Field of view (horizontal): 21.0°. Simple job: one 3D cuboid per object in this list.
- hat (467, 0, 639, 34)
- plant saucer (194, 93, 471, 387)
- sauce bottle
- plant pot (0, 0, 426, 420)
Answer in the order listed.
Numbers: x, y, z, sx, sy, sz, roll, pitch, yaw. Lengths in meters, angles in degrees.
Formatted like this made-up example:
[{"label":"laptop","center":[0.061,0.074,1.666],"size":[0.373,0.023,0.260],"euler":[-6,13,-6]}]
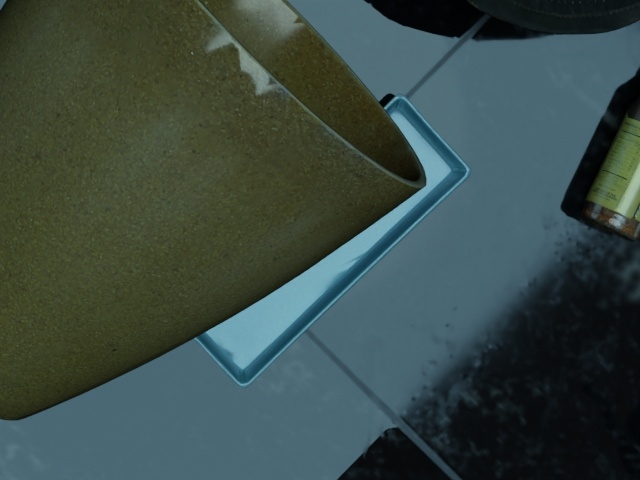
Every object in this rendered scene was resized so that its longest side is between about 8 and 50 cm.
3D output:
[{"label":"hat","center":[0.137,-0.286,0.958],"size":[0.331,0.134,0.331],"euler":[-11,117,-21]},{"label":"plant saucer","center":[0.000,0.000,1.037],"size":[0.192,0.018,0.067],"euler":[-44,100,-4]},{"label":"sauce bottle","center":[0.203,-0.064,1.051],"size":[0.042,0.042,0.128],"euler":[27,89,-11]},{"label":"plant pot","center":[-0.113,-0.028,0.928],"size":[0.237,0.237,0.254],"euler":[43,103,-10]}]
